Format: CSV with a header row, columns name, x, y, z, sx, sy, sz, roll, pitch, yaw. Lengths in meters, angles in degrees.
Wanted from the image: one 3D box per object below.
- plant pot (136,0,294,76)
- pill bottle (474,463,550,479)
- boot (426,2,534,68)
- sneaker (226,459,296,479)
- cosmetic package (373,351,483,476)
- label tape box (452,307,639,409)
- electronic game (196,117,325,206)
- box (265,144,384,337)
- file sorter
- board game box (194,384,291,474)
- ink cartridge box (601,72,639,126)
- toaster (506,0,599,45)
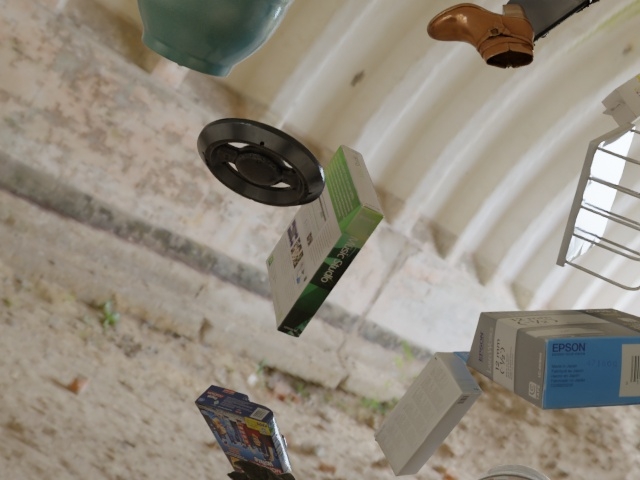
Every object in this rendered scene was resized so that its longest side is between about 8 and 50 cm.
name,x,y,z,sx,sy,sz,roll,pitch,yaw
plant pot,-0.212,-0.420,1.644,0.293,0.196,0.293,22,18,-8
pill bottle,0.285,0.477,1.378,0.210,0.210,0.363,34,12,11
boot,0.300,-0.376,1.690,0.073,0.197,0.152,71,15,-47
sneaker,-0.065,0.395,1.340,0.089,0.051,0.170,6,32,-37
cosmetic package,0.194,0.319,1.654,0.060,0.239,0.099,3,41,-37
label tape box,0.394,0.172,1.472,0.249,0.115,0.348,-1,8,-14
electronic game,-0.101,-0.129,1.532,0.229,0.048,0.229,17,-28,9
box,0.000,0.000,1.777,0.058,0.322,0.232,21,29,-23
file sorter,0.629,-0.068,1.840,0.173,0.277,0.193,26,32,31
board game box,-0.140,0.401,1.819,0.194,0.060,0.194,9,-53,37
ink cartridge box,0.767,-0.344,2.204,0.090,0.143,0.092,56,-10,8
toaster,0.477,-0.504,1.844,0.110,0.186,0.168,48,37,-10
